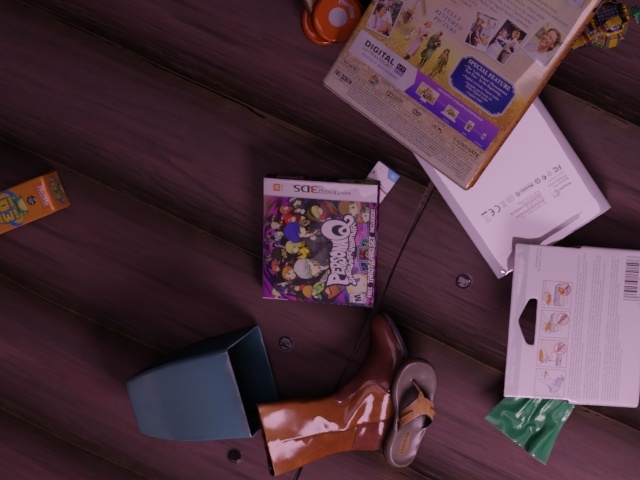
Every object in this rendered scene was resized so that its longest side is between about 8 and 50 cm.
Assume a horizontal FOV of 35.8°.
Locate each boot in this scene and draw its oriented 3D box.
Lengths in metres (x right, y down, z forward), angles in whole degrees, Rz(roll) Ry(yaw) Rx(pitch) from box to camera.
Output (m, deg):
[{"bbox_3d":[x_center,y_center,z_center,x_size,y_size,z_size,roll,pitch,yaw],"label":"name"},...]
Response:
[{"bbox_3d":[0.019,0.273,1.787,0.281,0.096,0.264,-9,111,-14],"label":"boot"}]

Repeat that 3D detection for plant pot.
[{"bbox_3d":[-0.225,0.275,1.828,0.234,0.166,0.165,-13,97,18],"label":"plant pot"}]

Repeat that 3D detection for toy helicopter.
[{"bbox_3d":[0.039,-0.515,1.677,0.235,0.140,0.355,-24,102,-6],"label":"toy helicopter"}]

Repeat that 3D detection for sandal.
[{"bbox_3d":[0.163,0.312,1.757,0.090,0.060,0.219,6,106,-25],"label":"sandal"}]

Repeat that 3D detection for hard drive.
[{"bbox_3d":[0.313,-0.142,1.747,0.233,0.047,0.353,-34,93,11],"label":"hard drive"}]

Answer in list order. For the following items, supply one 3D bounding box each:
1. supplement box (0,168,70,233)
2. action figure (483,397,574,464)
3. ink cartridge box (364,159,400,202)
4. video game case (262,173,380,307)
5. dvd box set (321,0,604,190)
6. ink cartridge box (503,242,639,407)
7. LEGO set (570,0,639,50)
[{"bbox_3d":[-0.597,-0.055,1.868,0.233,0.080,0.078,-22,97,8],"label":"supplement box"},{"bbox_3d":[0.419,0.269,1.789,0.137,0.063,0.232,37,95,2],"label":"action figure"},{"bbox_3d":[0.101,-0.098,1.791,0.048,0.028,0.083,36,102,2],"label":"ink cartridge box"},{"bbox_3d":[0.000,0.000,1.798,0.210,0.042,0.232,5,106,11],"label":"video game case"},{"bbox_3d":[0.230,-0.335,1.555,0.308,0.062,0.420,38,112,13],"label":"dvd box set"},{"bbox_3d":[0.440,0.145,1.729,0.239,0.060,0.275,4,90,-2],"label":"ink cartridge box"},{"bbox_3d":[0.339,-0.407,1.600,0.331,0.192,0.254,-7,78,11],"label":"LEGO set"}]
